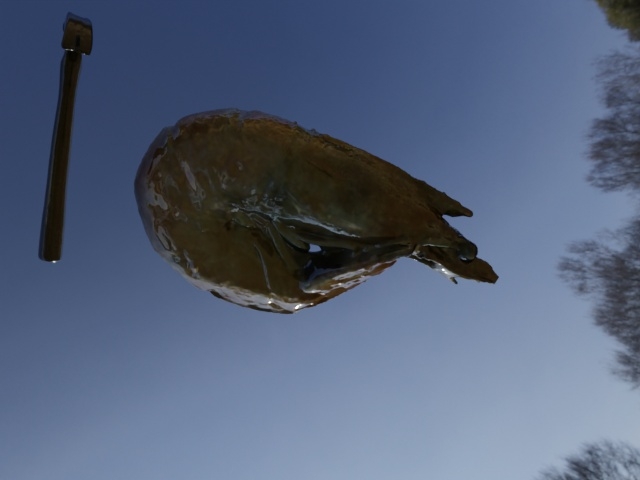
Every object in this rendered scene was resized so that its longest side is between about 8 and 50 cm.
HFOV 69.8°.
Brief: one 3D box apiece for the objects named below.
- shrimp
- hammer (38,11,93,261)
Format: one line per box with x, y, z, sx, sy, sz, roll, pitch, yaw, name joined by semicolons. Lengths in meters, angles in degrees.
0.000;0.000;0.388;0.317;0.077;0.168;21;-66;-7;shrimp
-0.460;-0.174;0.822;0.044;0.168;0.440;6;-74;-32;hammer
